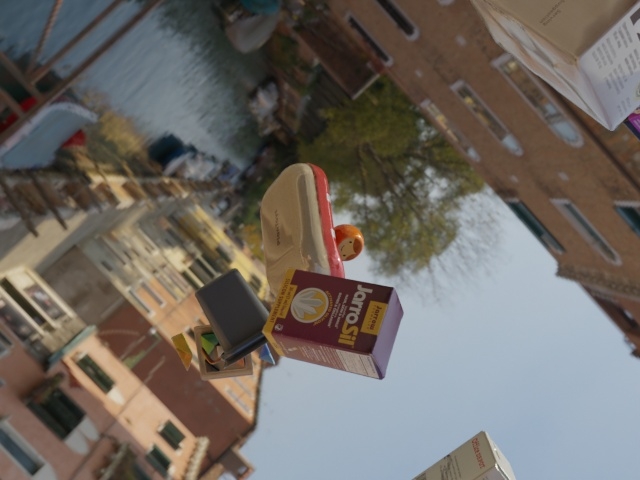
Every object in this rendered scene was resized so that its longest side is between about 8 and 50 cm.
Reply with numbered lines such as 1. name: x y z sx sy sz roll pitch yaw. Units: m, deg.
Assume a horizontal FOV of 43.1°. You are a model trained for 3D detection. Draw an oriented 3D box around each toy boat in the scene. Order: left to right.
1. toy boat: 0.000 0.000 1.259 0.151 0.151 0.231 -43 -134 49

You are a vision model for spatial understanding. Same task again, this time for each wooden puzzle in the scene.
1. wooden puzzle: -0.121 0.138 1.003 0.116 0.079 0.014 -14 -170 4

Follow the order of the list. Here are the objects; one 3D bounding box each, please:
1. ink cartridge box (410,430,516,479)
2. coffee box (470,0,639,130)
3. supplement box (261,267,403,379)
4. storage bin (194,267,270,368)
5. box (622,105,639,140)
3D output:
1. ink cartridge box: 0.237 0.446 1.413 0.208 0.087 0.153 -38 -174 9
2. coffee box: 0.236 -0.217 0.555 0.246 0.141 0.098 -43 140 9
3. supplement box: 0.010 0.058 0.570 0.043 0.083 0.055 65 39 -54
4. storage bin: -0.102 0.088 0.933 0.098 0.091 0.135 -32 177 -7
5. box: 0.468 -0.152 0.982 0.162 0.116 0.029 -20 -129 40
